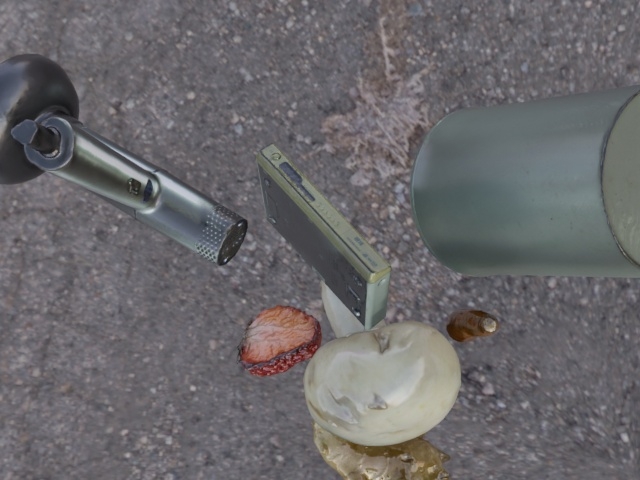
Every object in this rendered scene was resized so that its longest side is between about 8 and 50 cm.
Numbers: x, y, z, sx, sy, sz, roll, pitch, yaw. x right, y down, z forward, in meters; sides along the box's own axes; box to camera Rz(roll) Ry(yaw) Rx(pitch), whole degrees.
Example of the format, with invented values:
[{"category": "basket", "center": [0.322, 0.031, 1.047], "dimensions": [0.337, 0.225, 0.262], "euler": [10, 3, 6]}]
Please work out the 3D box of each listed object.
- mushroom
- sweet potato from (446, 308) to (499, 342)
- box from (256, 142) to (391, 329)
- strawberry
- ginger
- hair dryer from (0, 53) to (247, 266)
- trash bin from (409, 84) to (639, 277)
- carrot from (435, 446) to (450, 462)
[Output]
[{"category": "mushroom", "center": [0.105, 0.218, 1.444], "dimensions": [0.314, 0.314, 0.336], "euler": [-25, 64, 14]}, {"category": "sweet potato", "center": [0.224, 0.130, 1.145], "dimensions": [0.057, 0.264, 0.057], "euler": [0, 83, 3]}, {"category": "box", "center": [0.000, 0.000, 1.126], "dimensions": [0.045, 0.211, 0.270], "euler": [-36, 68, -16]}, {"category": "strawberry", "center": [-0.079, 0.250, 1.745], "dimensions": [0.236, 0.111, 0.190], "euler": [-7, 42, 38]}, {"category": "ginger", "center": [0.173, 0.485, 1.556], "dimensions": [0.363, 0.348, 0.122], "euler": [63, 143, 34]}, {"category": "hair dryer", "center": [-0.242, -0.110, 0.754], "dimensions": [0.320, 0.284, 0.155], "euler": [26, 71, 21]}, {"category": "trash bin", "center": [0.333, -0.078, 1.104], "dimensions": [0.432, 0.280, 0.280], "euler": [2, 70, 62]}, {"category": "carrot", "center": [0.179, 0.508, 1.777], "dimensions": [0.263, 0.102, 0.102], "euler": [5, 74, -1]}]
